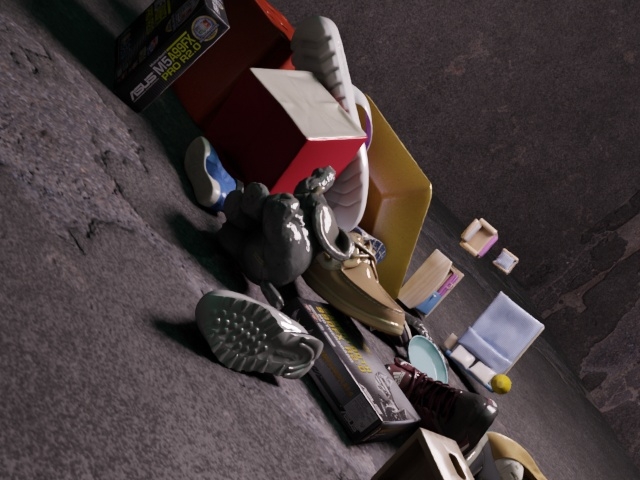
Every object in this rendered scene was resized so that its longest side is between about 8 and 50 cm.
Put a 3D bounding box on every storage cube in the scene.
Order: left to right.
[{"bbox_3d":[-0.069,-0.178,1.730,0.215,0.193,0.183,-10,56,-52],"label":"storage cube"}]

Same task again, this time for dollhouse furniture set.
[{"bbox_3d":[0.368,0.146,2.113,0.303,0.286,0.198,42,3,18],"label":"dollhouse furniture set"}]

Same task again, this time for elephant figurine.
[{"bbox_3d":[-0.028,-0.014,1.507,0.169,0.186,0.239,26,17,37],"label":"elephant figurine"}]

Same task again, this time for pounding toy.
[{"bbox_3d":[0.149,0.353,1.274,0.100,0.130,0.141,26,24,-32],"label":"pounding toy"}]

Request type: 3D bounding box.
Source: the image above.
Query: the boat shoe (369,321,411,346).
[{"bbox_3d":[0.101,0.141,1.845,0.075,0.065,0.206,7,-41,53],"label":"boat shoe"}]

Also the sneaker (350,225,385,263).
[{"bbox_3d":[0.081,-0.003,1.943,0.135,0.052,0.058,42,8,-35],"label":"sneaker"}]

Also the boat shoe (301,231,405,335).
[{"bbox_3d":[0.031,0.034,1.598,0.341,0.110,0.122,40,10,39],"label":"boat shoe"}]

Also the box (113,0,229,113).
[{"bbox_3d":[-0.264,-0.361,1.676,0.060,0.216,0.270,41,16,-29],"label":"box"}]

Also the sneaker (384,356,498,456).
[{"bbox_3d":[0.168,0.259,1.549,0.162,0.106,0.281,38,-14,-3],"label":"sneaker"}]

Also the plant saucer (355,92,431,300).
[{"bbox_3d":[0.093,-0.088,2.050,0.081,0.333,0.332,-9,47,-23],"label":"plant saucer"}]

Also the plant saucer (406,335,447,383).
[{"bbox_3d":[0.202,0.244,1.870,0.119,0.021,0.119,33,41,-34],"label":"plant saucer"}]

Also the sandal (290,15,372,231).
[{"bbox_3d":[0.042,-0.223,1.839,0.102,0.169,0.416,-11,96,-37],"label":"sandal"}]

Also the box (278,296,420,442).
[{"bbox_3d":[0.043,0.198,1.472,0.231,0.056,0.183,55,15,22],"label":"box"}]

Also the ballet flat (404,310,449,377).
[{"bbox_3d":[0.195,0.207,1.945,0.049,0.057,0.173,-22,64,-42],"label":"ballet flat"}]

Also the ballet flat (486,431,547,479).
[{"bbox_3d":[0.382,0.453,1.827,0.232,0.080,0.073,43,30,-18],"label":"ballet flat"}]

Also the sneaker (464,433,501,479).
[{"bbox_3d":[0.249,0.391,1.551,0.222,0.083,0.118,-15,80,-65],"label":"sneaker"}]

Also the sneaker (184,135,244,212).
[{"bbox_3d":[-0.173,-0.103,1.596,0.084,0.058,0.152,29,28,-42],"label":"sneaker"}]

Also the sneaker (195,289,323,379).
[{"bbox_3d":[-0.095,0.113,1.249,0.095,0.090,0.235,44,4,38],"label":"sneaker"}]

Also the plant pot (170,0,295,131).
[{"bbox_3d":[-0.158,-0.362,1.978,0.267,0.236,0.267,57,16,26],"label":"plant pot"}]
